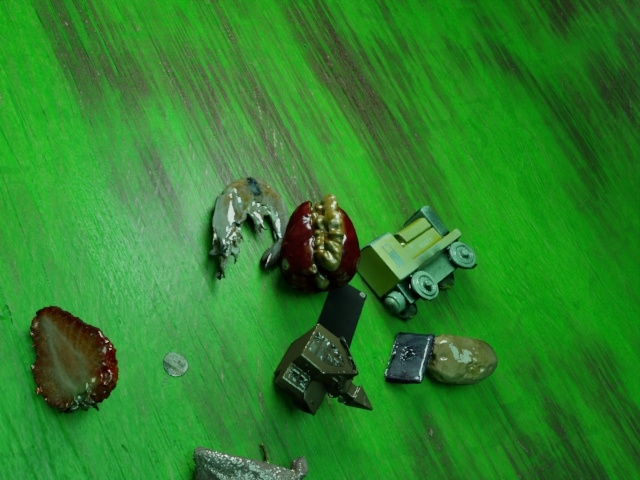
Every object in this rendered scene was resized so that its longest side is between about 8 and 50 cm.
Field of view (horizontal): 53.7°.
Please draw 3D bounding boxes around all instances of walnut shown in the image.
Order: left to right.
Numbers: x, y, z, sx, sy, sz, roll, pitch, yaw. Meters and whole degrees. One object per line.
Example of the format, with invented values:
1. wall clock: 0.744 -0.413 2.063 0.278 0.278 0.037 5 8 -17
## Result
1. walnut: 0.000 0.000 1.691 0.221 0.244 0.269 1 53 -9

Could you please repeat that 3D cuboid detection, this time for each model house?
1. model house: 0.024 0.356 1.540 0.248 0.181 0.176 38 51 -6

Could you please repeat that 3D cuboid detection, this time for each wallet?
1. wallet: 0.250 0.326 1.755 0.166 0.111 0.030 -64 143 -39

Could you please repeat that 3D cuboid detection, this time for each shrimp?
1. shrimp: -0.190 -0.025 1.703 0.247 0.085 0.360 37 47 -17

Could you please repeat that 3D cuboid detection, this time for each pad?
1. pad: 0.060 0.199 1.769 0.116 0.004 0.193 32 52 -12

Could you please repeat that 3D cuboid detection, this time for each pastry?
1. pastry: -0.154 0.517 1.379 0.265 0.103 0.112 11 68 -16

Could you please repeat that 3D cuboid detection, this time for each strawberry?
1. strawberry: -0.506 0.251 1.331 0.175 0.107 0.236 -13 65 3

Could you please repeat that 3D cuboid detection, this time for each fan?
1. fan: -0.335 0.298 1.465 0.060 0.003 0.080 10 59 -26

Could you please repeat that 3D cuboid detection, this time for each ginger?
1. ginger: 0.404 0.342 1.819 0.267 0.152 0.138 7 90 -34

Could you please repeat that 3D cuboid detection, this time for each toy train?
1. toy train: 0.291 0.060 1.901 0.397 0.160 0.253 -31 76 -39

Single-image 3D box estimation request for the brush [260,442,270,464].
1. brush: -0.128 0.510 1.462 0.021 0.019 0.083 -15 74 -27
